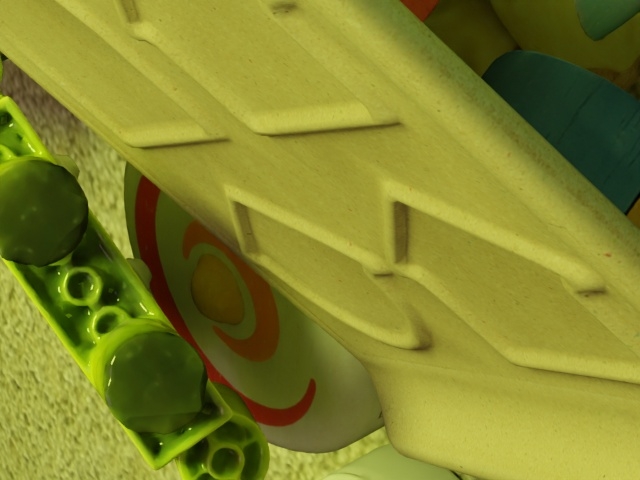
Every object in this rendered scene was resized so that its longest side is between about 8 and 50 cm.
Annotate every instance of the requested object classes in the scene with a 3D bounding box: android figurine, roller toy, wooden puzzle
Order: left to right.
[{"bbox_3d":[-0.112,0.010,0.901,0.248,0.056,0.273,55,174,-9],"label":"android figurine"},{"bbox_3d":[-0.001,-0.050,0.690,0.348,0.080,0.322,46,164,-17],"label":"wooden puzzle"},{"bbox_3d":[0.000,0.000,0.974,0.209,0.146,0.191,-4,110,57],"label":"roller toy"}]

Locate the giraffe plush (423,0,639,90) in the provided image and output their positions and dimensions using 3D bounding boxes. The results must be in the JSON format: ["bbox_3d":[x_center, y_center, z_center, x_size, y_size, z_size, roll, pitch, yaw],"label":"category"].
[{"bbox_3d":[0.024,-0.135,0.808,0.181,0.170,0.210,11,122,54],"label":"giraffe plush"}]

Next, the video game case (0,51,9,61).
[{"bbox_3d":[-0.273,-0.131,1.227,0.232,0.210,0.041,15,126,53],"label":"video game case"}]

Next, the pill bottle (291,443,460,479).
[{"bbox_3d":[-0.040,0.229,1.077,0.161,0.283,0.161,36,140,38],"label":"pill bottle"}]

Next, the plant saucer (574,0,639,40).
[{"bbox_3d":[0.108,-0.154,0.584,0.037,0.195,0.195,7,126,15],"label":"plant saucer"}]
